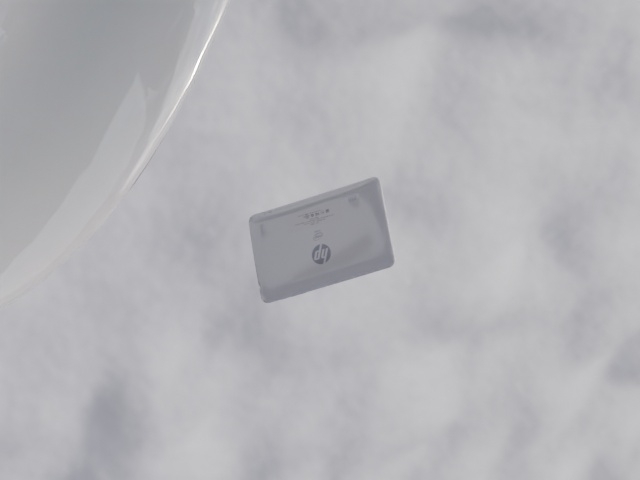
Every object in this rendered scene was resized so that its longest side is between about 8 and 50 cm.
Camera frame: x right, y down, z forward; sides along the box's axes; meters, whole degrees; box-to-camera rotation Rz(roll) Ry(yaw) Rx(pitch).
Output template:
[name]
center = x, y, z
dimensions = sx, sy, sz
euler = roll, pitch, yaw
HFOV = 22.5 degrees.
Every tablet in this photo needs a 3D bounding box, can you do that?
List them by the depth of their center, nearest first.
[tablet]
center = 0.000, 0.000, 0.909
dimensions = 0.083, 0.054, 0.006
euler = -17, 160, 21

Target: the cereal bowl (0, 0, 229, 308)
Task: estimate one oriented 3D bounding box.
[cereal bowl]
center = -0.124, -0.154, 0.431
dimensions = 0.339, 0.141, 0.339
euler = 17, 90, -74
